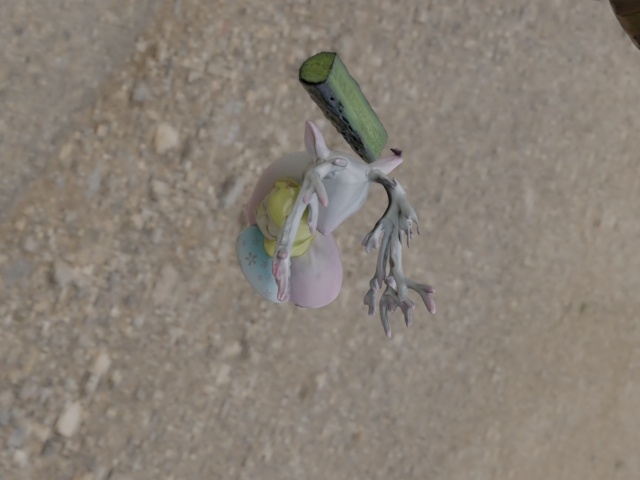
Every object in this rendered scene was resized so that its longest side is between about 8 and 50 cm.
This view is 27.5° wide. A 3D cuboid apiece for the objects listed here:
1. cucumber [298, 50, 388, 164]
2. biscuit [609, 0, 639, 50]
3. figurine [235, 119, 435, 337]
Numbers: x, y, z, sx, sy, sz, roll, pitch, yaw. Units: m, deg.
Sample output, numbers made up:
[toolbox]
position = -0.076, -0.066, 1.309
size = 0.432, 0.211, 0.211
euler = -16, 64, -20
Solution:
[cucumber]
position = 0.036, -0.205, 2.099
size = 0.211, 0.062, 0.078
euler = 55, 45, -44
[biscuit]
position = 0.436, -0.296, 1.245
size = 0.268, 0.366, 0.115
euler = 39, 51, -38
[figurine]
position = 0.013, -0.002, 1.653
size = 0.316, 0.206, 0.284
euler = 125, -29, -61
